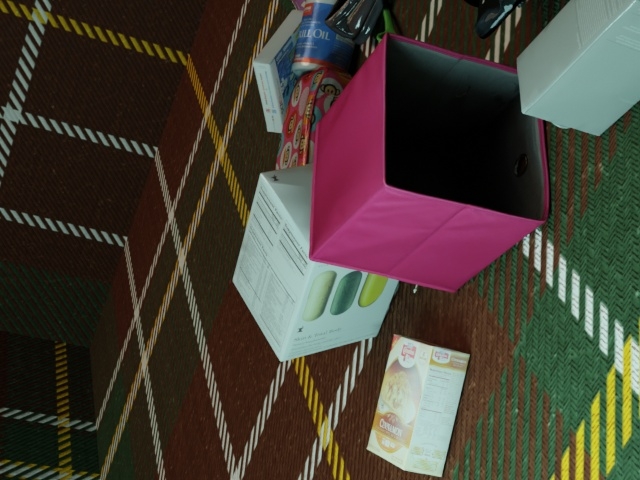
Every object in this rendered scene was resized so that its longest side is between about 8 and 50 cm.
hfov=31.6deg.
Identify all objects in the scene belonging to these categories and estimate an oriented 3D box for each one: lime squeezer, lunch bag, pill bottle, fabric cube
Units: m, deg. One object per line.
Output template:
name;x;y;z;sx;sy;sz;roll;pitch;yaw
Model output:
lime squeezer;0.135;-0.345;2.162;0.110;0.059;0.310;72;-160;-64
lunch bag;-0.019;-0.198;2.343;0.258;0.120;0.293;167;114;-68
pill bottle;0.019;-0.454;2.403;0.124;0.124;0.221;178;105;-69
fabric cube;0.151;-0.103;1.652;0.258;0.259;0.254;132;145;-55

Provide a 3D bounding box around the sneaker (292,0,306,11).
sneaker;-0.029;-0.520;2.607;0.282;0.102;0.161;-138;61;-67

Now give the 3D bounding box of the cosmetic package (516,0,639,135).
cosmetic package;0.358;-0.240;1.391;0.238;0.127;0.107;-43;38;52

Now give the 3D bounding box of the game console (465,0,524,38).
game console;0.275;-0.412;1.701;0.213;0.044;0.361;-58;10;41

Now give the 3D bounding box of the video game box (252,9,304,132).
video game box;-0.070;-0.367;2.454;0.187;0.048;0.205;81;-150;-45

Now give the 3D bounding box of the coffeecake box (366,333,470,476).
coffeecake box;0.146;0.245;1.707;0.142;0.068;0.185;-173;97;-70

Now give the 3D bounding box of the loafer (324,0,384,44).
loafer;0.102;-0.547;2.264;0.109;0.095;0.302;-124;54;-73

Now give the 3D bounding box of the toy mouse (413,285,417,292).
toy mouse;0.167;-0.007;1.864;0.143;0.031;0.161;-135;62;-66

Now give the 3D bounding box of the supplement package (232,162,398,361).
supplement package;0.001;0.029;1.893;0.198;0.199;0.262;56;145;34
